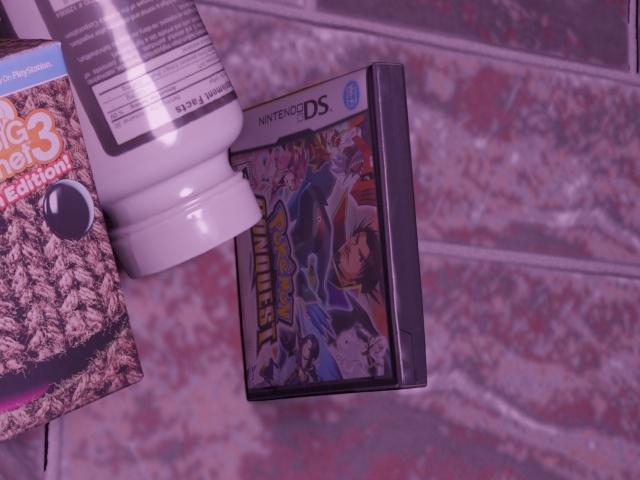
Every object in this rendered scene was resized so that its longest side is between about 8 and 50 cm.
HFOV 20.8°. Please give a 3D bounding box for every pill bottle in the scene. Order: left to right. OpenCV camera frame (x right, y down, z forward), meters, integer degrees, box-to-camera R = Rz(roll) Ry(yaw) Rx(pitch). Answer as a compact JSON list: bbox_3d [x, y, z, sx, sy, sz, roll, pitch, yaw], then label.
[{"bbox_3d":[-0.173,-0.136,1.501,0.176,0.176,0.318,-29,99,-32],"label":"pill bottle"}]

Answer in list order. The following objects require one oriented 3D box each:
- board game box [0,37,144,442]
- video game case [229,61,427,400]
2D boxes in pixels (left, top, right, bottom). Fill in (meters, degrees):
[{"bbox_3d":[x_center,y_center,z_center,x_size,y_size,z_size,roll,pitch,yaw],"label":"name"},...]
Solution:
[{"bbox_3d":[-0.300,0.009,1.386,0.232,0.141,0.291,-24,110,-32],"label":"board game box"},{"bbox_3d":[0.000,0.000,1.548,0.035,0.248,0.274,0,83,-34],"label":"video game case"}]
